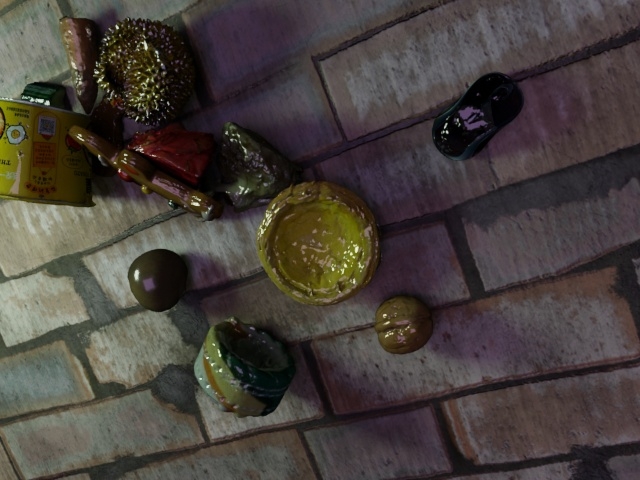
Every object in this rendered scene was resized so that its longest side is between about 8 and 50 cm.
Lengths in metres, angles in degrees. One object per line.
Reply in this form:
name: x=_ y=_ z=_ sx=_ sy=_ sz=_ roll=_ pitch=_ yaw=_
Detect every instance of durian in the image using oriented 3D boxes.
durian: x=-0.453 y=-0.435 z=1.335 sx=0.258 sy=0.258 sz=0.293 roll=28 pitch=120 yaw=7

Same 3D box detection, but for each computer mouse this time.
computer mouse: x=0.370 y=-0.295 z=1.206 sx=0.137 sy=0.096 sz=0.233 roll=45 pitch=111 yaw=2

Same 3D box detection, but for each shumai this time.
shumai: x=-0.195 y=-0.175 z=1.341 sx=0.256 sy=0.189 sz=0.218 roll=40 pitch=108 yaw=9

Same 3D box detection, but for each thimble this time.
thimble: x=-0.219 y=0.357 z=1.440 sx=0.288 sy=0.254 sz=0.167 roll=39 pitch=108 yaw=32

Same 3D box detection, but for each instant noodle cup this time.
instant noodle cup: x=-0.776 y=-0.239 z=1.388 sx=0.325 sy=0.325 sz=0.254 roll=10 pitch=94 yaw=13

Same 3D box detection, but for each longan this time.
longan: x=-0.483 y=0.117 z=1.501 sx=0.189 sy=0.189 sz=0.189 roll=3 pitch=104 yaw=14

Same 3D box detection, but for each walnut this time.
walnut: x=0.222 y=0.224 z=1.348 sx=0.166 sy=0.149 sz=0.167 roll=-11 pitch=73 yaw=38

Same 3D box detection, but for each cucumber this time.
cucumber: x=-0.838 y=-0.417 z=1.527 sx=0.115 sy=0.062 sz=0.117 roll=14 pitch=105 yaw=15

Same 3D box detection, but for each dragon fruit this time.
dragon fruit: x=-0.383 y=-0.246 z=1.327 sx=0.205 sy=0.317 sz=0.152 roll=27 pitch=80 yaw=-16

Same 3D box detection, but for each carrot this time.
carrot: x=-0.679 y=-0.495 z=1.441 sx=0.101 sy=0.102 sz=0.263 roll=-1 pitch=99 yaw=15

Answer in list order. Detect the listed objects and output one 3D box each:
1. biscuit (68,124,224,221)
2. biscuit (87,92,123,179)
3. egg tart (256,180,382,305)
biscuit: x=-0.469 y=-0.163 z=1.345 sx=0.432 sy=0.283 sz=0.064 roll=31 pitch=80 yaw=-15
biscuit: x=-0.660 y=-0.304 z=1.512 sx=0.183 sy=0.047 sz=0.320 roll=31 pitch=109 yaw=4
egg tart: x=0.000 y=0.000 z=1.345 sx=0.345 sy=0.132 sz=0.345 roll=3 pitch=111 yaw=9
